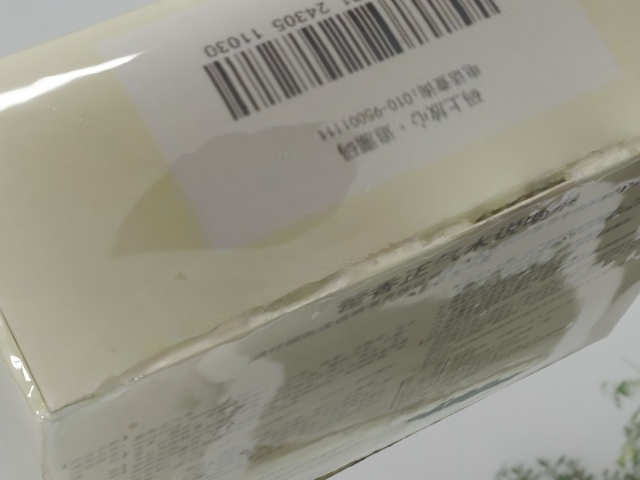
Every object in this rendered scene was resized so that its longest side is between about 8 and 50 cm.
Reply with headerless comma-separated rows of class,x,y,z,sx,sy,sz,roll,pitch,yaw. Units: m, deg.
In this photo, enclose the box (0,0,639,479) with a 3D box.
box,0.000,0.000,0.416,0.212,0.095,0.168,-24,-20,-20
